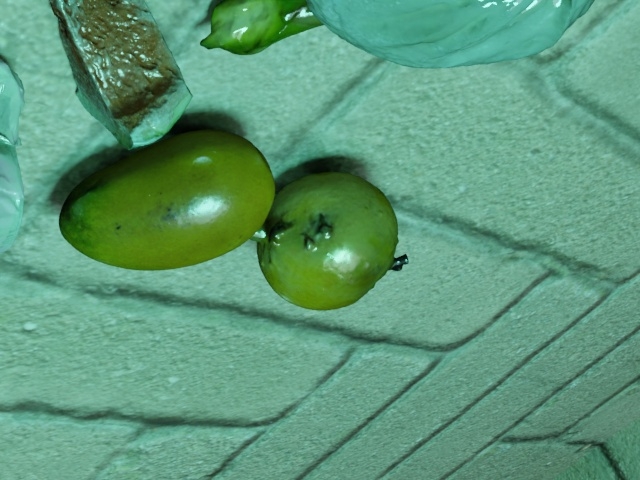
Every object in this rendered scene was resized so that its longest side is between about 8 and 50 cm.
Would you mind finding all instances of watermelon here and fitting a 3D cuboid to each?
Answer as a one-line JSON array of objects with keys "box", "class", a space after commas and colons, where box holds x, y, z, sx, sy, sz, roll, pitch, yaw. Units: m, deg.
[{"box": [-0.183, -0.171, 1.022, 0.098, 0.121, 0.158, -36, 108, -16], "class": "watermelon"}]

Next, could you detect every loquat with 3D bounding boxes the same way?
[{"box": [0.000, 0.000, 1.333, 0.204, 0.149, 0.172, 11, 135, -29], "class": "loquat"}]

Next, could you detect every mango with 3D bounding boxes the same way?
[{"box": [-0.155, -0.035, 1.177, 0.221, 0.120, 0.151, -21, 147, 0], "class": "mango"}]

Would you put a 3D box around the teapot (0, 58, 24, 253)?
[{"box": [-0.350, -0.066, 0.971, 0.163, 0.221, 0.178, -2, -175, 43], "class": "teapot"}]

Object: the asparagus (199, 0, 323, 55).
[{"box": [0.048, -0.250, 1.061, 0.343, 0.082, 0.085, -20, -175, -13], "class": "asparagus"}]

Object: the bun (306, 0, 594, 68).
[{"box": [0.131, -0.291, 0.884, 0.362, 0.211, 0.362, -20, 137, -20], "class": "bun"}]
